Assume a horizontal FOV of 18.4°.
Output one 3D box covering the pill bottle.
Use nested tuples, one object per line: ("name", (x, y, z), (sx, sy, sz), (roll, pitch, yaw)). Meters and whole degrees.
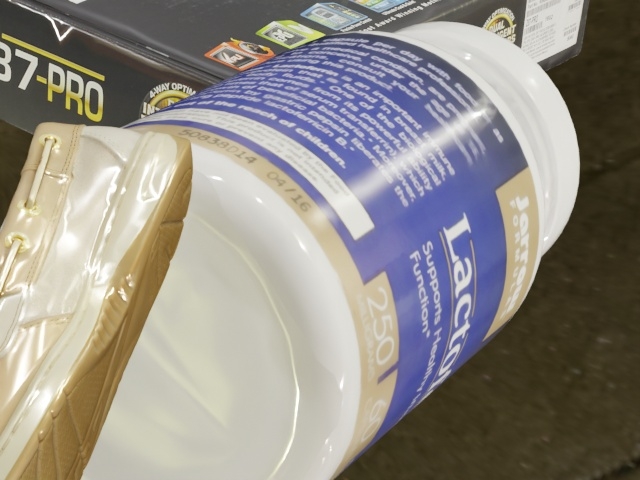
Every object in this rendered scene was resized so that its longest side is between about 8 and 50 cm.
("pill bottle", (0.000, 0.000, 0.799), (0.153, 0.264, 0.153), (11, 114, 26))

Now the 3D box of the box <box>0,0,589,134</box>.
("box", (-0.050, -0.159, 1.309), (0.395, 0.318, 0.097), (-28, 133, -47))

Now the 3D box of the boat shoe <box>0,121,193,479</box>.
("boat shoe", (-0.089, 0.031, 0.568), (0.059, 0.063, 0.170), (16, 48, 7))
